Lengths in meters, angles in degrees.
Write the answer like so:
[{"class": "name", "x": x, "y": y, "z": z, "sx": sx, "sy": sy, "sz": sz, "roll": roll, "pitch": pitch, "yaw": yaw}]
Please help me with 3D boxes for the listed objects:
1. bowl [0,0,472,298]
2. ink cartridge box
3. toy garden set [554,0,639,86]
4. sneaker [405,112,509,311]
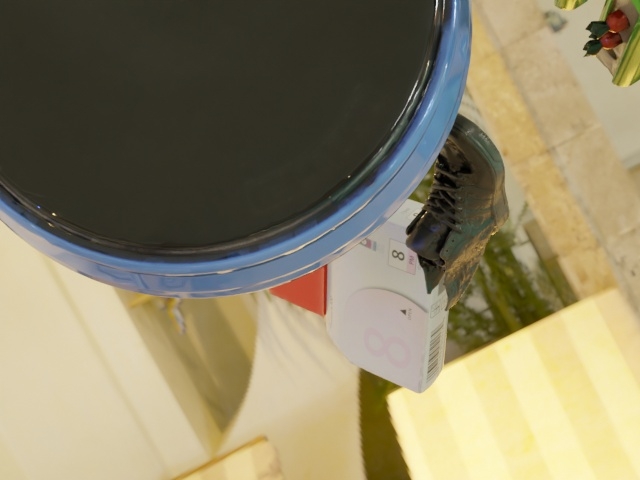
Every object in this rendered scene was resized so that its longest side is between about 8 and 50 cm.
[{"class": "bowl", "x": -0.089, "y": -0.156, "z": 0.716, "sx": 0.391, "sy": 0.391, "sz": 0.077, "roll": -28, "pitch": -7, "yaw": 0}, {"class": "ink cartridge box", "x": 0.023, "y": 0.031, "z": 1.064, "sx": 0.232, "sy": 0.189, "sz": 0.066, "roll": 18, "pitch": 36, "yaw": 26}, {"class": "toy garden set", "x": 0.126, "y": -0.220, "z": 0.641, "sx": 0.049, "sy": 0.244, "sz": 0.204, "roll": -32, "pitch": -14, "yaw": 0}, {"class": "sneaker", "x": 0.103, "y": -0.020, "z": 0.821, "sx": 0.089, "sy": 0.051, "sz": 0.170, "roll": -44, "pitch": -35, "yaw": -10}]
